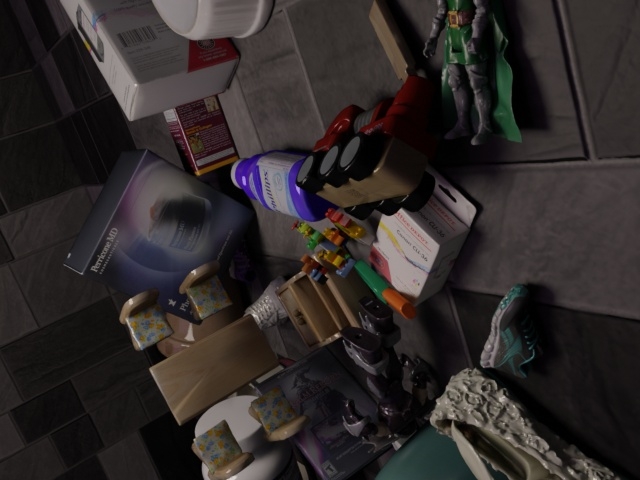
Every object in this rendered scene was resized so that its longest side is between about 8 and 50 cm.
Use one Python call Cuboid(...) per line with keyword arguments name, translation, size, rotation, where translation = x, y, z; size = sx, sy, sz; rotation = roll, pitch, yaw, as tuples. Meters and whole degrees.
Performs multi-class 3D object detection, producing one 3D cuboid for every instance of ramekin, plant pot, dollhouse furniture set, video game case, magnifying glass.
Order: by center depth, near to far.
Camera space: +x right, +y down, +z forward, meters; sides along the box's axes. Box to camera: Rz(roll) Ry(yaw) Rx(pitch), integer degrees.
Cuboid(name="magnifying glass", translation=(0.107, 0.083, 1.045), size=(0.092, 0.026, 0.231), rotation=(51, 179, -15))
Cuboid(name="ramekin", translation=(-0.206, -0.468, 1.071), size=(0.273, 0.127, 0.272), rotation=(40, 144, 37))
Cuboid(name="plant pot", translation=(0.212, 0.469, 1.072), size=(0.293, 0.235, 0.292), rotation=(39, 143, 37))
Cuboid(name="dollhouse furniture set", translation=(-0.116, 0.191, 1.206), size=(0.362, 0.394, 0.256), rotation=(59, 151, 6))
Cuboid(name="video game case", translation=(0.016, 0.366, 1.347), size=(0.274, 0.196, 0.026), rotation=(45, 145, 29))
Cuboid(name="plant pot", translation=(-0.312, 0.176, 1.709), size=(0.263, 0.263, 0.229), rotation=(25, 118, 49))

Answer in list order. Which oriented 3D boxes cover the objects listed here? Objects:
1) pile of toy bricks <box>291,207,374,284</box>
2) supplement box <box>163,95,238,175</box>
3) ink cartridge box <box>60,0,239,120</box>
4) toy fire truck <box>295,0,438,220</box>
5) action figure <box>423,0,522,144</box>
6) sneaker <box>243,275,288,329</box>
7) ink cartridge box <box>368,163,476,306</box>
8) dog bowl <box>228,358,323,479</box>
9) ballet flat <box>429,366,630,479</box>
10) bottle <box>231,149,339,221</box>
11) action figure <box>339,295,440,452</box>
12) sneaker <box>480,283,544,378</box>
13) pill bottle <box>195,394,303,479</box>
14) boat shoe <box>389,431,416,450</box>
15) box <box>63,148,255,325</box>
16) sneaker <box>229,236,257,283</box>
Cuboid(name="pile of toy bricks", translation=(0.000, 0.000, 1.064), size=(0.105, 0.118, 0.212), rotation=(36, 174, -8))
Cuboid(name="supplement box", translation=(-0.268, -0.247, 1.390), size=(0.081, 0.104, 0.188), rotation=(9, 121, 57))
Cuboid(name="ink cartridge box", translation=(-0.336, -0.413, 1.232), size=(0.306, 0.226, 0.131), rotation=(58, 150, 11))
Cuboid(name="toy fire truck", translation=(0.073, -0.176, 0.876), size=(0.159, 0.246, 0.217), rotation=(27, 167, -20))
Cuboid(name="action figure", translation=(0.168, -0.231, 0.732), size=(0.137, 0.064, 0.232), rotation=(24, 130, 54))
Cuboid(name="sneaker", translation=(-0.123, 0.165, 1.490), size=(0.090, 0.115, 0.232), rotation=(54, 151, 16))
Cuboid(name="ink cartridge box", translation=(0.147, -0.006, 0.945), size=(0.115, 0.067, 0.198), rotation=(48, 149, 27))
Cuboid(name="dog bowl", translation=(-0.076, 0.491, 1.660), size=(0.408, 0.150, 0.407), rotation=(39, 144, 36))
Cuboid(name="ballet flat", translation=(0.319, 0.350, 0.901), size=(0.409, 0.147, 0.146), rotation=(38, 143, 37))
Cuboid(name="bottle", translation=(-0.076, -0.112, 1.198), size=(0.283, 0.092, 0.118), rotation=(19, 132, 52))
Cuboid(name="action figure", translation=(0.114, 0.242, 1.084), size=(0.099, 0.185, 0.284), rotation=(15, 133, 42))
Cuboid(name="sneaker", translation=(0.276, 0.129, 0.874), size=(0.076, 0.065, 0.166), rotation=(25, 140, 25))
Cuboid(name="pill bottle", translation=(-0.150, 0.553, 1.458), size=(0.210, 0.210, 0.362), rotation=(16, 127, 54))
Cuboid(name="boat shoe", translation=(0.164, 0.390, 1.274), size=(0.184, 0.066, 0.063), rotation=(55, 152, -6))
Cuboid(name="box", translation=(-0.358, -0.006, 1.422), size=(0.294, 0.296, 0.183), rotation=(30, 168, -31))
Cuboid(name="sneaker", translation=(-0.189, 0.040, 1.570), size=(0.071, 0.068, 0.169), rotation=(25, 144, 25))
